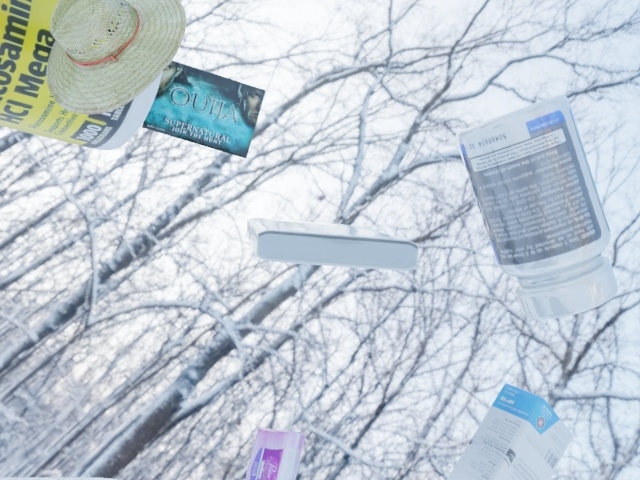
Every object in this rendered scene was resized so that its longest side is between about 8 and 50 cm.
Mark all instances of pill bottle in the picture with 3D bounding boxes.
[{"bbox_3d":[-0.349,-0.218,0.699,0.187,0.333,0.188,-12,-107,46],"label":"pill bottle"},{"bbox_3d":[0.149,-0.021,0.461,0.078,0.078,0.137,-12,-82,56],"label":"pill bottle"}]

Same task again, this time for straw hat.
[{"bbox_3d":[-0.194,-0.185,0.583,0.144,0.145,0.061,30,-9,26],"label":"straw hat"}]

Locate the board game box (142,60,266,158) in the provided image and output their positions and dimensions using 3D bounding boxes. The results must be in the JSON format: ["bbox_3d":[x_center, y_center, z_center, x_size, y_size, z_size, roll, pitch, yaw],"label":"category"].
[{"bbox_3d":[-0.200,-0.228,1.170,0.186,0.126,0.026,15,7,-12],"label":"board game box"}]

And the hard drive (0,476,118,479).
[{"bbox_3d":[-0.288,0.349,0.527,0.210,0.319,0.040,11,-2,-28],"label":"hard drive"}]

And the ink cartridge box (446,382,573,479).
[{"bbox_3d":[0.225,0.281,0.829,0.060,0.180,0.104,15,-27,53],"label":"ink cartridge box"}]

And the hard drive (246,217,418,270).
[{"bbox_3d":[0.000,0.000,0.982,0.307,0.202,0.040,-153,-113,-80],"label":"hard drive"}]

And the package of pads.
[{"bbox_3d":[-0.049,0.235,0.696,0.050,0.083,0.032,-10,-34,40],"label":"package of pads"}]
